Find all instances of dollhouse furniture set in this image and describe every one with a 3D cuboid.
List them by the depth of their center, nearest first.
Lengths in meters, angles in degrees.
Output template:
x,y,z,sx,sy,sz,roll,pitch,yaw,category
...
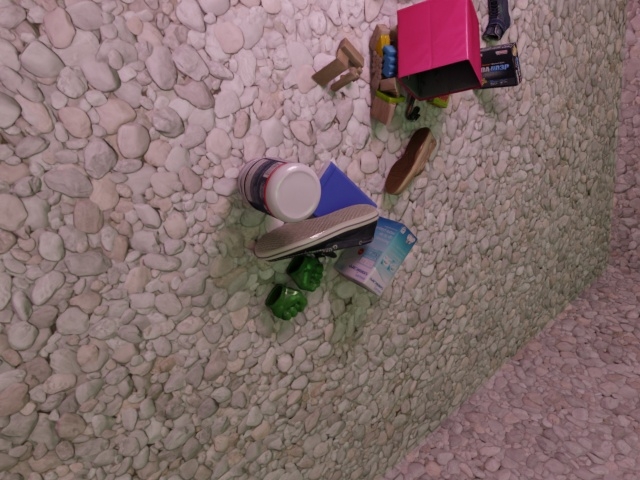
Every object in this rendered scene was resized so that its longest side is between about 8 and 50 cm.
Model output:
x,y,z,sx,sy,sz,roll,pitch,yaw,category
0.068,-0.636,1.523,0.144,0.123,0.151,32,50,-37,dollhouse furniture set

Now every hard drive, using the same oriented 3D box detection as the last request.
x,y,z,sx,sy,sz,roll,pitch,yaw,category
0.080,-0.143,1.681,0.319,0.040,0.210,37,82,-37,hard drive

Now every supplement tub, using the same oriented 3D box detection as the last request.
x,y,z,sx,sy,sz,roll,pitch,yaw,category
-0.143,-0.174,1.369,0.191,0.272,0.191,-11,111,-32,supplement tub

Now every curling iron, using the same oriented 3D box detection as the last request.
x,y,z,sx,sy,sz,roll,pitch,yaw,category
0.414,-0.641,1.758,0.068,0.035,0.273,-1,106,-39,curling iron

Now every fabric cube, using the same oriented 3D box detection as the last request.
x,y,z,sx,sy,sz,roll,pitch,yaw,category
0.443,-0.708,1.536,0.254,0.259,0.257,5,83,-59,fabric cube

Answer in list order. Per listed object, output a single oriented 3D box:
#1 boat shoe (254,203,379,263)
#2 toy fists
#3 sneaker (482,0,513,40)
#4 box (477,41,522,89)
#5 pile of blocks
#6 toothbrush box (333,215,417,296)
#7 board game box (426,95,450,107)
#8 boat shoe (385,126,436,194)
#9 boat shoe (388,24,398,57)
x,y,z,sx,sy,sz,roll,pitch,yaw,category
0.000,0.000,1.562,0.501,0.187,0.155,-18,120,-20,boat shoe
-0.088,0.189,1.637,0.142,0.096,0.279,39,80,-38,toy fists
0.783,-1.014,1.862,0.163,0.086,0.226,-53,128,-12,sneaker
0.772,-0.772,1.848,0.051,0.220,0.175,-42,125,-23,box
0.277,-0.634,1.592,0.113,0.149,0.361,-16,113,-30,pile of blocks
0.228,0.055,1.739,0.126,0.216,0.295,39,82,-36,toothbrush box
0.536,-0.686,1.822,0.092,0.043,0.181,6,101,-36,board game box
0.406,-0.326,1.798,0.110,0.122,0.341,38,81,-36,boat shoe
0.298,-0.763,1.634,0.056,0.048,0.152,-76,153,-54,boat shoe
